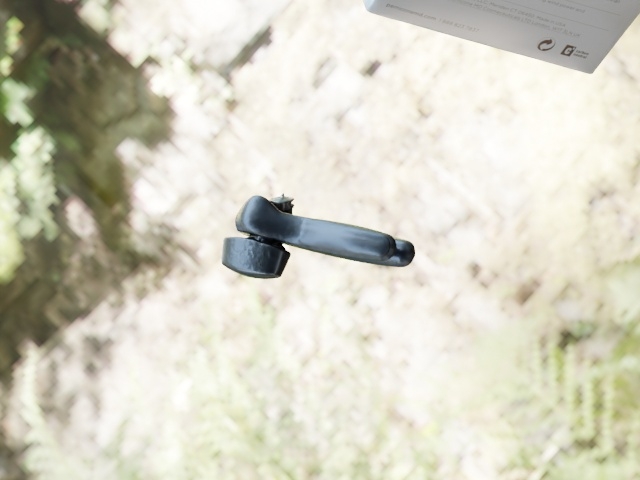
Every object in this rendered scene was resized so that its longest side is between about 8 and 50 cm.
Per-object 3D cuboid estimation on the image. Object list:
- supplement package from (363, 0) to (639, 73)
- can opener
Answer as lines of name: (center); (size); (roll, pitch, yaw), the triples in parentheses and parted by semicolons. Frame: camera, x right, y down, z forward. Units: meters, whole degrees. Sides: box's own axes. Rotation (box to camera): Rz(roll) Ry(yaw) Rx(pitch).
supplement package: (0.152, -0.277, 1.052); (0.175, 0.178, 0.293); (12, -46, -25)
can opener: (0.000, 0.000, 1.443); (0.059, 0.186, 0.073); (3, -88, -54)
